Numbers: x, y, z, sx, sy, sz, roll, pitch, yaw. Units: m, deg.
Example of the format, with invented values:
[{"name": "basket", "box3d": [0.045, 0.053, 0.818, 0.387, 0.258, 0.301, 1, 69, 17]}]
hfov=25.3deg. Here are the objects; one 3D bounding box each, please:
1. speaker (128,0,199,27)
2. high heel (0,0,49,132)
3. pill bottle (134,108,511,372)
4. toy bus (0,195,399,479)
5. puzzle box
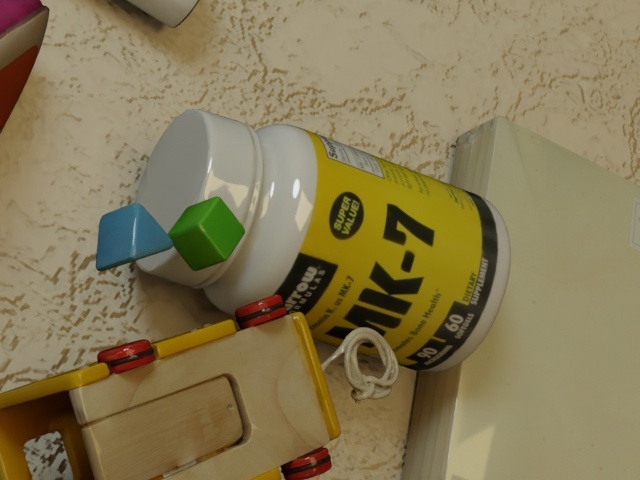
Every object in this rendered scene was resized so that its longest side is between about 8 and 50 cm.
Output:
[{"name": "speaker", "box3d": [-0.133, -0.187, 0.866, 0.136, 0.055, 0.055, 30, 61, -23]}, {"name": "high heel", "box3d": [-0.293, -0.053, 0.693, 0.181, 0.127, 0.377, 33, 44, 5]}, {"name": "pill bottle", "box3d": [0.000, 0.000, 0.859, 0.208, 0.119, 0.119, 18, 66, -28]}, {"name": "toy bus", "box3d": [-0.076, 0.095, 0.755, 0.202, 0.104, 0.191, 41, 50, -31]}, {"name": "puzzle box", "box3d": [0.251, 0.112, 1.034, 0.409, 0.052, 0.272, 24, 63, -26]}]
